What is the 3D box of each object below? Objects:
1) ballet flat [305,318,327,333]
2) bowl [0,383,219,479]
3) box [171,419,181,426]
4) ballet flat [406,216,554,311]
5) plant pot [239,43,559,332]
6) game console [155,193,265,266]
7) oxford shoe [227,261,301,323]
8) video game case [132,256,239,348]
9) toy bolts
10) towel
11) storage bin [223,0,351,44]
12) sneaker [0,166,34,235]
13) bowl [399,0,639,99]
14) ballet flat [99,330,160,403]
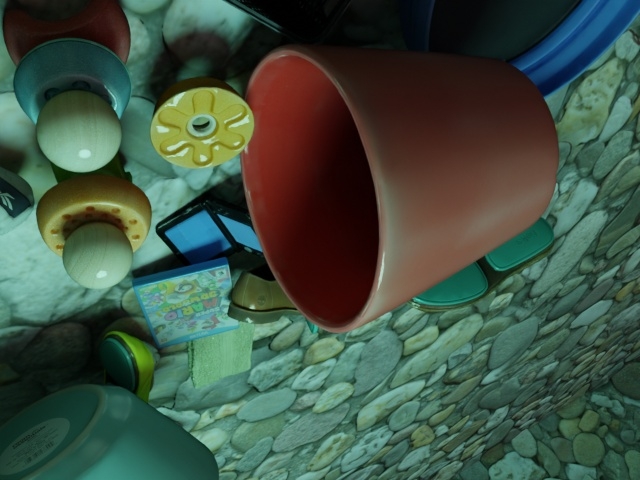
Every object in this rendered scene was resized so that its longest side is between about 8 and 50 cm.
[{"bbox_3d":[0.000,0.000,0.857,0.096,0.095,0.280,-22,125,-9],"label":"ballet flat"},{"bbox_3d":[-0.292,0.288,0.806,0.311,0.311,0.163,-29,112,-12],"label":"bowl"},{"bbox_3d":[-0.362,0.412,1.118,0.324,0.067,0.063,-35,147,-4],"label":"box"},{"bbox_3d":[0.274,0.054,1.252,0.342,0.116,0.124,-26,165,-23],"label":"ballet flat"},{"bbox_3d":[0.083,-0.070,0.688,0.243,0.275,0.275,-15,141,-27],"label":"plant pot"},{"bbox_3d":[-0.122,0.006,0.844,0.071,0.107,0.122,-59,152,-19],"label":"game console"},{"bbox_3d":[-0.050,0.063,0.960,0.212,0.076,0.076,-7,109,-66],"label":"oxford shoe"},{"bbox_3d":[-0.173,0.086,0.908,0.119,0.015,0.166,-14,146,-11],"label":"video game case"},{"bbox_3d":[-0.161,-0.079,0.589,0.218,0.158,0.228,-17,142,-4],"label":"toy bolts"},{"bbox_3d":[-0.152,0.170,1.052,0.110,0.027,0.148,-18,142,-25],"label":"towel"},{"bbox_3d":[-0.046,-0.260,0.576,0.180,0.084,0.122,13,122,-50],"label":"storage bin"},{"bbox_3d":[-0.290,-0.094,0.541,0.153,0.094,0.235,-51,153,6],"label":"sneaker"},{"bbox_3d":[0.258,-0.323,0.785,0.391,0.077,0.391,-25,145,-19],"label":"bowl"},{"bbox_3d":[-0.259,0.183,0.941,0.077,0.077,0.231,-37,157,-41],"label":"ballet flat"}]
